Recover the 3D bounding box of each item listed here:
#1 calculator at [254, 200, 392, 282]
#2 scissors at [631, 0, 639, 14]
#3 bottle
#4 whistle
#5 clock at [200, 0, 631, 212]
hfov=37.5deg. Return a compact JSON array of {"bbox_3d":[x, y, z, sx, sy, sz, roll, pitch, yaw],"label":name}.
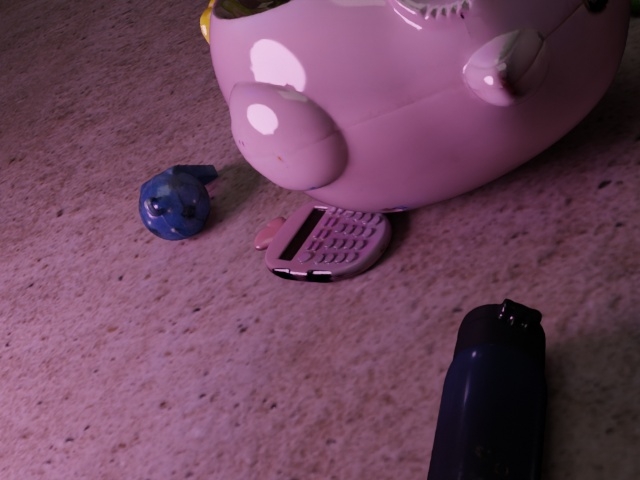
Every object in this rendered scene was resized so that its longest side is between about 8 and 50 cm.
[{"bbox_3d":[0.000,0.000,0.942,0.166,0.024,0.103,6,52,44],"label":"calculator"},{"bbox_3d":[0.307,-0.291,1.025,0.101,0.027,0.204,-23,36,17],"label":"scissors"},{"bbox_3d":[0.107,0.147,0.615,0.072,0.082,0.244,19,49,-1],"label":"bottle"},{"bbox_3d":[-0.162,-0.043,1.110,0.090,0.090,0.158,-22,-4,21],"label":"whistle"},{"bbox_3d":[0.100,-0.178,0.861,0.377,0.250,0.368,4,44,51],"label":"clock"}]
